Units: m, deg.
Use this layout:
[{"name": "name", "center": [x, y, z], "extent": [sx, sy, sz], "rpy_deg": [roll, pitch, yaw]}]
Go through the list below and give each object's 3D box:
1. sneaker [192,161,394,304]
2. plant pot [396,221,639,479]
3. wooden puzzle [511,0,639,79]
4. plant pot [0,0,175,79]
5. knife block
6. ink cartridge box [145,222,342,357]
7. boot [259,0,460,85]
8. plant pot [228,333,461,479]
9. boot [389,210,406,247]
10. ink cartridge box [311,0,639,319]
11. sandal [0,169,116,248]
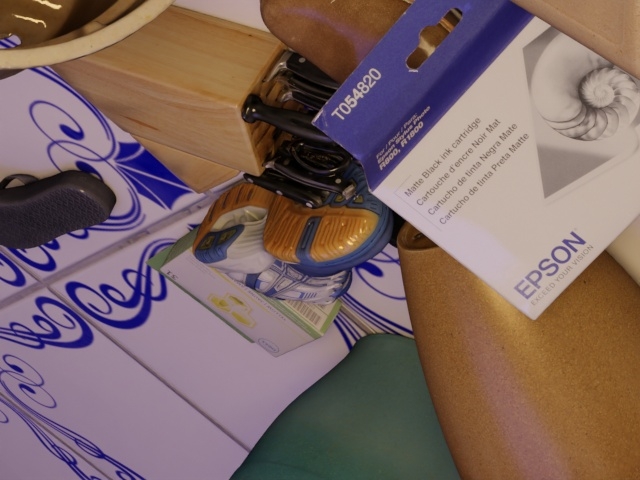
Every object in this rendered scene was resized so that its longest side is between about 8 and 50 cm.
[{"name": "sneaker", "center": [0.000, 0.000, 1.470], "extent": [0.131, 0.112, 0.296], "rpy_deg": [36, 162, -25]}, {"name": "plant pot", "center": [0.175, 0.077, 1.297], "extent": [0.237, 0.237, 0.254], "rpy_deg": [-6, 123, 49]}, {"name": "wooden puzzle", "center": [0.080, -0.284, 0.880], "extent": [0.322, 0.080, 0.348], "rpy_deg": [39, 163, 31]}, {"name": "plant pot", "center": [-0.257, -0.253, 1.127], "extent": [0.334, 0.334, 0.305], "rpy_deg": [37, 163, -9]}, {"name": "knife block", "center": [-0.080, -0.138, 1.329], "extent": [0.275, 0.088, 0.242], "rpy_deg": [41, 150, -16]}, {"name": "ink cartridge box", "center": [-0.102, 0.062, 1.707], "extent": [0.171, 0.056, 0.235], "rpy_deg": [39, 149, -13]}, {"name": "boot", "center": [0.071, -0.111, 1.193], "extent": [0.305, 0.115, 0.112], "rpy_deg": [30, 154, 6]}, {"name": "plant pot", "center": [0.057, 0.248, 1.626], "extent": [0.271, 0.255, 0.272], "rpy_deg": [24, 152, 14]}, {"name": "boot", "center": [0.120, 0.019, 1.424], "extent": [0.121, 0.045, 0.099], "rpy_deg": [9, 144, 30]}, {"name": "ink cartridge box", "center": [0.143, -0.087, 1.094], "extent": [0.224, 0.045, 0.223], "rpy_deg": [37, 112, -10]}, {"name": "sandal", "center": [-0.329, -0.043, 1.782], "extent": [0.254, 0.054, 0.097], "rpy_deg": [-7, 141, 37]}]
